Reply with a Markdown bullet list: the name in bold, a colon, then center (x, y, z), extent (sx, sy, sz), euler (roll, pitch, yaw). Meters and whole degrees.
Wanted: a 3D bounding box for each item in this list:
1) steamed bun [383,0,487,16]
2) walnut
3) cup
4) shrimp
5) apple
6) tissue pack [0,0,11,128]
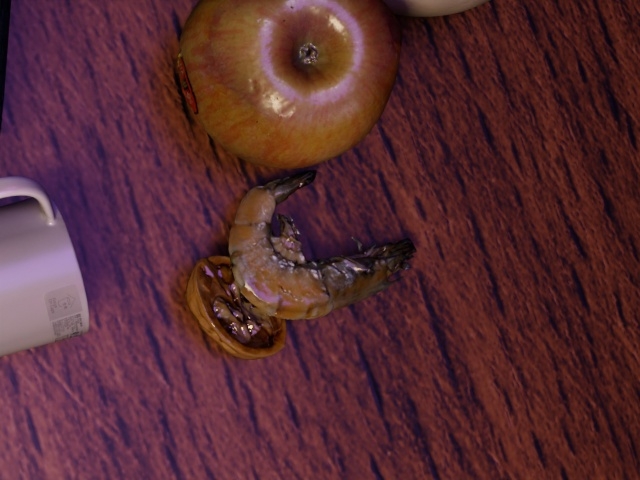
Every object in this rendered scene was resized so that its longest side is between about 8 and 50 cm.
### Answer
- **steamed bun**: center (0.109, -0.389, 1.385), extent (0.324, 0.206, 0.324), euler (2, 84, -19)
- **walnut**: center (-0.091, 0.072, 1.341), extent (0.121, 0.052, 0.091), euler (48, 42, -9)
- **cup**: center (-0.292, 0.034, 1.211), extent (0.142, 0.173, 0.134), euler (-16, 80, -20)
- **shrimp**: center (0.000, 0.000, 1.379), extent (0.217, 0.051, 0.150), euler (-12, 74, -35)
- **apple**: center (-0.032, -0.174, 1.321), extent (0.211, 0.188, 0.211), euler (2, 84, -16)
- **tissue pack**: center (-0.379, -0.261, 1.120), extent (0.253, 0.264, 0.416), euler (1, 83, -11)
